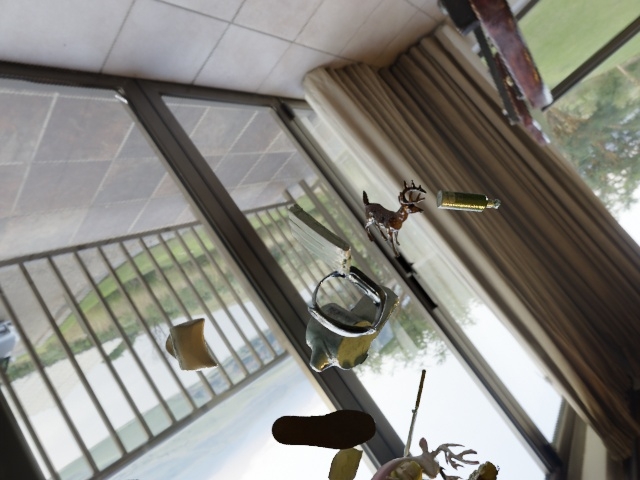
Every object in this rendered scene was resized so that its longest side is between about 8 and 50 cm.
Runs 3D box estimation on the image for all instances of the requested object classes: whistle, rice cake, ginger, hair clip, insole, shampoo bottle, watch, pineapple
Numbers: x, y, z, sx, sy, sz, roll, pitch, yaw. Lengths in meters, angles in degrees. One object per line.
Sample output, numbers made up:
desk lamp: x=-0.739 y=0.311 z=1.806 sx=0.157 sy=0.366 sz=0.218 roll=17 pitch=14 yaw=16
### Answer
whistle: x=0.124 y=0.318 z=1.605 sx=0.405 sy=0.168 sz=0.188 roll=-22 pitch=122 yaw=-37
rice cake: x=0.000 y=0.000 z=1.167 sx=0.038 sy=0.211 sz=0.124 roll=-40 pitch=148 yaw=-25
ginger: x=0.092 y=0.956 z=1.816 sx=0.193 sy=0.115 sz=0.122 roll=-53 pitch=158 yaw=-41
hair clip: x=-0.466 y=0.364 z=1.535 sx=0.113 sy=0.172 sz=0.282 roll=-16 pitch=180 yaw=-29
insole: x=0.016 y=0.559 z=1.296 sx=0.328 sy=0.111 sz=0.007 roll=6 pitch=154 yaw=-17
shampoo bottle: x=0.505 y=-0.133 z=1.497 sx=0.205 sy=0.065 sz=0.065 roll=5 pitch=162 yaw=-4
watch: x=0.081 y=0.179 z=1.238 sx=0.193 sy=0.206 sz=0.068 roll=-45 pitch=172 yaw=-25
pineapple: x=0.734 y=1.129 z=2.030 sx=0.236 sy=0.115 sz=0.186 roll=-58 pitch=160 yaw=5

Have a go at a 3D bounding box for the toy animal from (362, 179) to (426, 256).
toy animal: x=0.218 y=-0.078 z=1.391 sx=0.087 sy=0.244 sz=0.259 roll=-37 pitch=132 yaw=-34

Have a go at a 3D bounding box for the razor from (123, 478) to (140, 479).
razor: x=-0.441 y=0.621 z=0.987 sx=0.054 sy=0.147 sz=0.090 roll=9 pitch=152 yaw=-12

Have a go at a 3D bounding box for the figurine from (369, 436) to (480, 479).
figurine: x=0.371 y=0.815 z=1.467 sx=0.316 sy=0.206 sz=0.284 roll=-29 pitch=-163 yaw=-28

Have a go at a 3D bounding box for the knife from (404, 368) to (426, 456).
knife: x=0.353 y=0.652 z=1.656 sx=0.061 sy=0.027 sz=0.342 roll=-5 pitch=106 yaw=-67
